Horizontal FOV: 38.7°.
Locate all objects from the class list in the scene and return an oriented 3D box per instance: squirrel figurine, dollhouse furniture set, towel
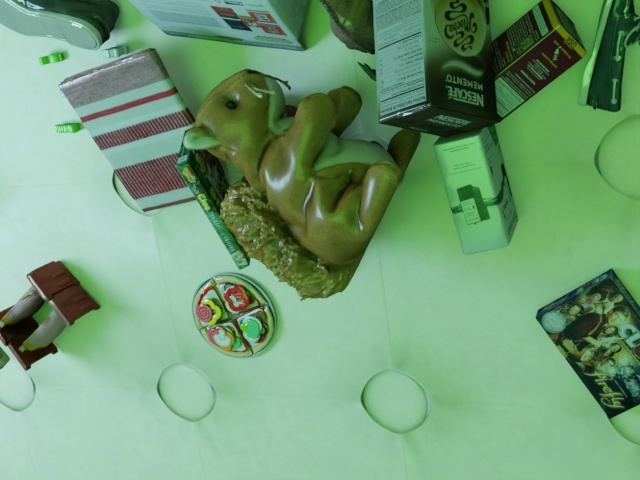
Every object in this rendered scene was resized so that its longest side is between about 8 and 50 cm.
[{"bbox_3d":[-0.067,-0.101,1.614,0.370,0.281,0.397,26,122,3],"label":"squirrel figurine"},{"bbox_3d":[-0.686,0.207,1.975,0.152,0.374,0.201,49,120,3],"label":"dollhouse furniture set"},{"bbox_3d":[-0.343,-0.212,1.819,0.237,0.037,0.329,-11,124,28],"label":"towel"}]

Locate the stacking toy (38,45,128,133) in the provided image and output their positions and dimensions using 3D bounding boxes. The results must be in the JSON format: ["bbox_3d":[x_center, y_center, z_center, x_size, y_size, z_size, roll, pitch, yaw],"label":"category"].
[{"bbox_3d":[-0.478,-0.306,1.880,0.221,0.052,0.167,-1,109,22],"label":"stacking toy"}]

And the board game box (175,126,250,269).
[{"bbox_3d":[-0.200,-0.081,1.768,0.030,0.136,0.260,-18,124,15],"label":"board game box"}]

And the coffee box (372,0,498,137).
[{"bbox_3d":[0.183,-0.331,1.477,0.118,0.168,0.297,-12,77,48],"label":"coffee box"}]

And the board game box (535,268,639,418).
[{"bbox_3d":[0.538,0.194,1.691,0.165,0.042,0.243,-35,95,28],"label":"board game box"}]

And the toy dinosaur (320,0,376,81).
[{"bbox_3d":[0.077,-0.359,1.559,0.127,0.295,0.200,-14,64,49],"label":"toy dinosaur"}]

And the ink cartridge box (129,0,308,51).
[{"bbox_3d":[-0.186,-0.460,1.641,0.309,0.272,0.130,11,82,16],"label":"ink cartridge box"}]

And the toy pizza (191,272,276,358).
[{"bbox_3d":[-0.191,0.167,1.962,0.201,0.032,0.201,7,112,18],"label":"toy pizza"}]

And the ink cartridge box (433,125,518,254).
[{"bbox_3d":[0.280,-0.098,1.617,0.086,0.153,0.209,-11,106,23],"label":"ink cartridge box"}]

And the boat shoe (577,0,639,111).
[{"bbox_3d":[0.485,-0.331,1.482,0.079,0.095,0.255,17,116,16],"label":"boat shoe"}]

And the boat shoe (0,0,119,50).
[{"bbox_3d":[-0.556,-0.472,1.837,0.335,0.096,0.112,21,151,16],"label":"boat shoe"}]

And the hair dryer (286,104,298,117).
[{"bbox_3d":[-0.094,-0.162,1.773,0.223,0.080,0.293,-40,92,27],"label":"hair dryer"}]

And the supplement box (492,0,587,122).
[{"bbox_3d":[0.339,-0.302,1.532,0.080,0.104,0.188,35,122,-27],"label":"supplement box"}]
